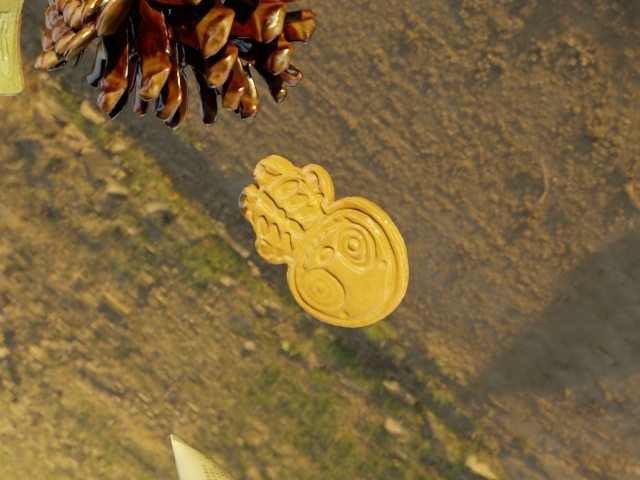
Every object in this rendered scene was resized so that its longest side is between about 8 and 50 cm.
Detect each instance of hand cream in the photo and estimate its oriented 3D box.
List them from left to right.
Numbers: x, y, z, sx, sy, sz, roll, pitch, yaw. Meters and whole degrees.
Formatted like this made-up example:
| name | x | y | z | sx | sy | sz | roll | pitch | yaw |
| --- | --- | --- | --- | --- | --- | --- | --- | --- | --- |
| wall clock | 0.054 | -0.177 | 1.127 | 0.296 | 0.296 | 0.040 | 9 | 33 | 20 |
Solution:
| name | x | y | z | sx | sy | sz | roll | pitch | yaw |
| --- | --- | --- | --- | --- | --- | --- | --- | --- | --- |
| hand cream | -0.126 | 0.347 | 1.155 | 0.139 | 0.089 | 0.314 | 42 | -178 | -19 |

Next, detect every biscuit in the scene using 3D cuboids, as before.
| name | x | y | z | sx | sy | sz | roll | pitch | yaw |
| --- | --- | --- | --- | --- | --- | --- | --- | --- | --- |
| biscuit | 0.000 | 0.000 | 1.293 | 0.289 | 0.044 | 0.202 | 45 | 122 | 8 |

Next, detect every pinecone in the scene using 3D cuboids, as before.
| name | x | y | z | sx | sy | sz | roll | pitch | yaw |
| --- | --- | --- | --- | --- | --- | --- | --- | --- | --- |
| pinecone | -0.122 | -0.214 | 0.797 | 0.264 | 0.264 | 0.264 | 30 | 154 | 17 |

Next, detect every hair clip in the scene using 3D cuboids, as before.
| name | x | y | z | sx | sy | sz | roll | pitch | yaw |
| --- | --- | --- | --- | --- | --- | --- | --- | --- | --- |
| hair clip | -0.393 | -0.249 | 1.130 | 0.022 | 0.054 | 0.137 | 14 | 108 | 31 |
